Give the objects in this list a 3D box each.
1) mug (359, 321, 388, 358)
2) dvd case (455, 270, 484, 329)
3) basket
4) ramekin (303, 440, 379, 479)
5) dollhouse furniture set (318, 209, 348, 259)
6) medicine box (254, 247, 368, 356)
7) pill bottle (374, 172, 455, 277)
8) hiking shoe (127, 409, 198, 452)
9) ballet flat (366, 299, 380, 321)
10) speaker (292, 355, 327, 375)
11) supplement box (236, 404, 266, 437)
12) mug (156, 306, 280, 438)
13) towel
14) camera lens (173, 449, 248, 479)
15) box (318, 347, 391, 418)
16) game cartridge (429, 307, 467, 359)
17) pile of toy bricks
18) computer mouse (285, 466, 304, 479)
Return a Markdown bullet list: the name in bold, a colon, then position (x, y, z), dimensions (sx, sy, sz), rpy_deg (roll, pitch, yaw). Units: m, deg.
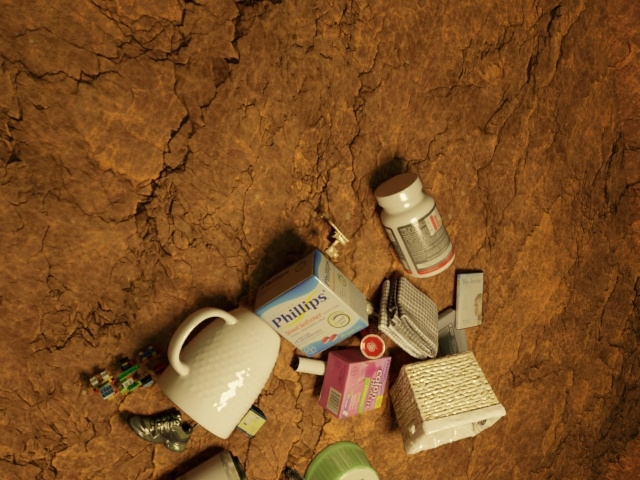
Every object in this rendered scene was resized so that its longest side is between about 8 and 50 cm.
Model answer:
- **mug**: position (0.186, 0.378, 1.576), dimensions (0.150, 0.169, 0.113), rpy_deg (22, 95, 8)
- **dvd case**: position (0.675, 0.267, 1.855), dimensions (0.180, 0.022, 0.253), rpy_deg (0, 92, -35)
- **basket**: position (0.475, 0.646, 1.640), dimensions (0.330, 0.267, 0.329), rpy_deg (-10, 143, -12)
- **ramekin**: position (0.094, 0.999, 1.673), dimensions (0.303, 0.148, 0.304), rpy_deg (-5, 102, -25)
- **dollhouse furniture set**: position (0.000, 0.000, 1.446), dimensions (0.151, 0.144, 0.123), rpy_deg (-43, 111, 3)
- **medicine box**: position (-0.028, 0.216, 1.389), dimensions (0.263, 0.149, 0.289), rpy_deg (-34, 119, 22)
- **pill bottle**: position (0.354, -0.057, 1.557), dimensions (0.210, 0.210, 0.363), rpy_deg (-36, 114, -16)
- **hiking shoe**: position (-0.513, 0.597, 1.340), dimensions (0.227, 0.086, 0.114), rpy_deg (44, 66, -32)
- **ballet flat**: position (0.209, 0.283, 1.642), dimensions (0.168, 0.052, 0.057), rpy_deg (31, 86, -28)
- **speaker**: position (-0.037, 0.475, 1.556), dimensions (0.136, 0.055, 0.055), rpy_deg (18, 92, -28)
- **supplement box**: position (-0.255, 0.643, 1.480), dimensions (0.083, 0.056, 0.083), rpy_deg (-49, 117, -10)
- **mug**: position (-0.309, 0.357, 1.257), dimensions (0.328, 0.276, 0.374), rpy_deg (-51, 135, -21)
- **towel**: position (0.361, 0.300, 1.627), dimensions (0.283, 0.121, 0.235), rpy_deg (42, 41, -25)
- **camera lens**: position (-0.375, 0.863, 1.373), dimensions (0.274, 0.219, 0.220), rpy_deg (-24, 110, -20)
- **box**: position (0.136, 0.541, 1.589), dimensions (0.242, 0.117, 0.214), rpy_deg (7, 97, -43)
- **game cartridge**: position (0.570, 0.460, 1.858), dimensions (0.195, 0.060, 0.295), rpy_deg (-24, 110, -17)
- **pile of toy bricks**: position (-0.574, 0.427, 1.264), dimensions (0.212, 0.118, 0.105), rpy_deg (-29, 146, -29)
- **computer mouse**: position (-0.156, 0.981, 1.605), dimensions (0.193, 0.042, 0.106), rpy_deg (-38, 115, -15)
